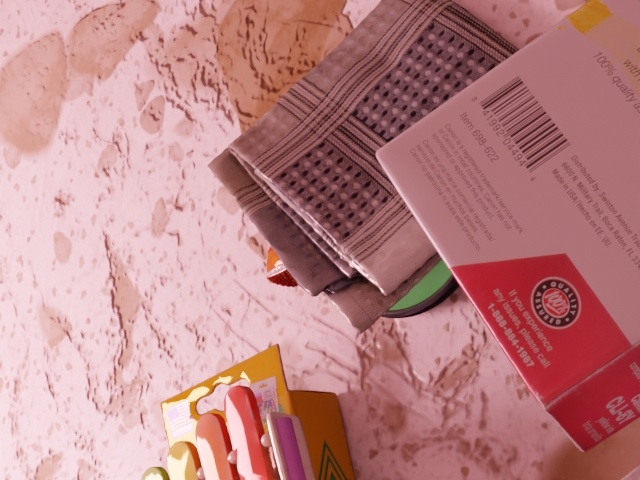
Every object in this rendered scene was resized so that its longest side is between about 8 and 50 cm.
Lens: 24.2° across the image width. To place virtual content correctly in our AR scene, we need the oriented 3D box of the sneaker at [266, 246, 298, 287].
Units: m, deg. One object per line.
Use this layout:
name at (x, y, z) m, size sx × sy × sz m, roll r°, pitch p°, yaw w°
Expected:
sneaker at (0.000, 0.000, 1.587) m, size 0.175 × 0.064 × 0.067 m, roll -16°, pitch 64°, yaw 44°

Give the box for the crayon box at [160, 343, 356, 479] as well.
crayon box at (-0.055, 0.299, 1.625) m, size 0.203 × 0.083 × 0.323 m, roll -29°, pitch 65°, yaw 37°

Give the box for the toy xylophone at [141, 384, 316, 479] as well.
toy xylophone at (-0.103, 0.310, 1.555) m, size 0.322 × 0.081 × 0.236 m, roll -40°, pitch 58°, yaw 32°

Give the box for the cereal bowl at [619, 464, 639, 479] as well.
cereal bowl at (0.312, 0.238, 1.124) m, size 0.339 × 0.339 × 0.141 m, roll -48°, pitch 61°, yaw 27°

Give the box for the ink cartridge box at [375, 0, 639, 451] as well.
ink cartridge box at (0.287, -0.055, 1.222) m, size 0.384 × 0.160 × 0.279 m, roll -35°, pitch 58°, yaw 7°

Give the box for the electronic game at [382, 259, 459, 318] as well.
electronic game at (0.084, -0.032, 1.575) m, size 0.229 × 0.048 × 0.229 m, roll -8°, pitch 78°, yaw 42°

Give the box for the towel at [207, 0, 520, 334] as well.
towel at (0.063, -0.101, 1.523) m, size 0.324 × 0.056 × 0.312 m, roll -44°, pitch 51°, yaw 1°
